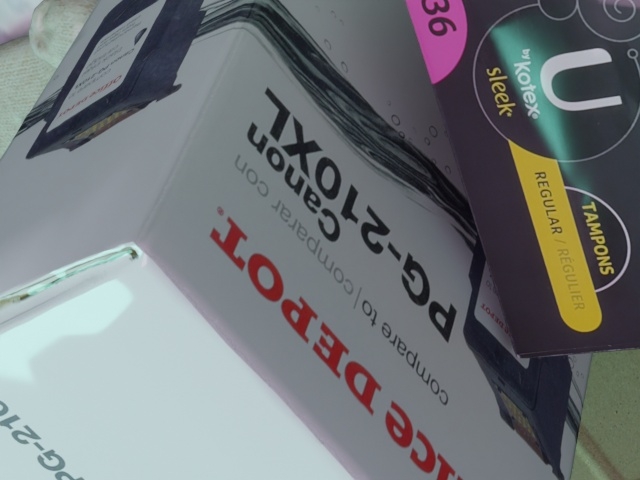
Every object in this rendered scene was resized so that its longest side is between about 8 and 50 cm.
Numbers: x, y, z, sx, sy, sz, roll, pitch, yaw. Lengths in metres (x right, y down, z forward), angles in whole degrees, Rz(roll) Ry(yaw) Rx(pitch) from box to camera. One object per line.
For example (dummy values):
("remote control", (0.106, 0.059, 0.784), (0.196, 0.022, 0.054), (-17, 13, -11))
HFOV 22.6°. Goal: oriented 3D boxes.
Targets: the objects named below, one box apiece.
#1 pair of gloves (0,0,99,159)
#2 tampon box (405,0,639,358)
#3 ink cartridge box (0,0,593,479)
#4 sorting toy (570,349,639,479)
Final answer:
("pair of gloves", (-0.124, -0.103, 0.620), (0.204, 0.042, 0.240), (3, 120, 23))
("tampon box", (0.107, -0.060, 0.466), (0.101, 0.161, 0.120), (-7, 116, 28))
("ink cartridge box", (0.000, 0.000, 0.486), (0.100, 0.237, 0.172), (-23, 120, 33))
("sorting toy", (0.128, 0.095, 0.567), (0.307, 0.041, 0.229), (-19, 69, 33))
